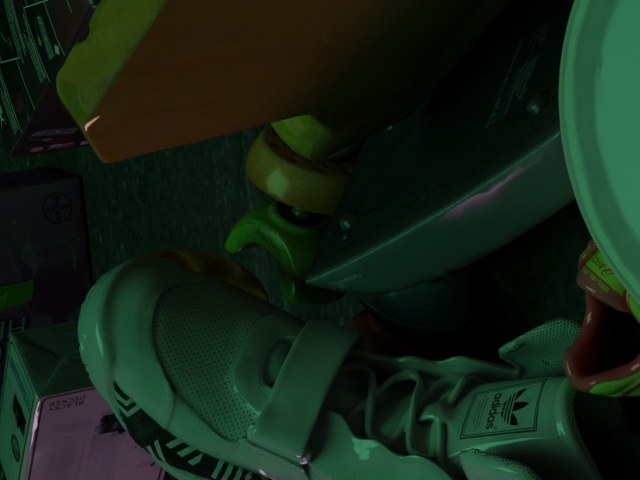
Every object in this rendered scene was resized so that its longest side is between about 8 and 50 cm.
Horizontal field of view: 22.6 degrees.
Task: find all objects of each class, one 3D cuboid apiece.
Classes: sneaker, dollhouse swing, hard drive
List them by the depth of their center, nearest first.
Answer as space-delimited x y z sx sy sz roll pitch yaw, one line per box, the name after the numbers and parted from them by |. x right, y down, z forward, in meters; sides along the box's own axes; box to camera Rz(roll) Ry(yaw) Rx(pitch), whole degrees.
-0.003 -0.241 0.814 0.347 0.305 0.315 -49 55 39 | dollhouse swing
0.183 0.004 0.850 0.081 0.094 0.208 46 136 49 | sneaker
0.096 -0.062 0.935 0.255 0.054 0.172 -32 29 53 | hard drive
0.043 0.098 0.961 0.210 0.366 0.137 -41 19 49 | sneaker

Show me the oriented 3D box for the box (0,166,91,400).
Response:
-0.375 0.055 1.788 0.117 0.214 0.242 18 114 60 | box

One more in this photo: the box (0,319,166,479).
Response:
-0.245 0.208 1.645 0.087 0.169 0.290 57 146 37 | box

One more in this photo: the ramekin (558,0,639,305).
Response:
0.221 -0.058 0.668 0.273 0.127 0.272 15 110 47 | ramekin

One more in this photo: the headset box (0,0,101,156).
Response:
-0.120 -0.183 1.226 0.293 0.218 0.110 -42 63 58 | headset box

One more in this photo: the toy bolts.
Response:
0.000 0.000 1.108 0.228 0.218 0.158 35 125 30 | toy bolts
